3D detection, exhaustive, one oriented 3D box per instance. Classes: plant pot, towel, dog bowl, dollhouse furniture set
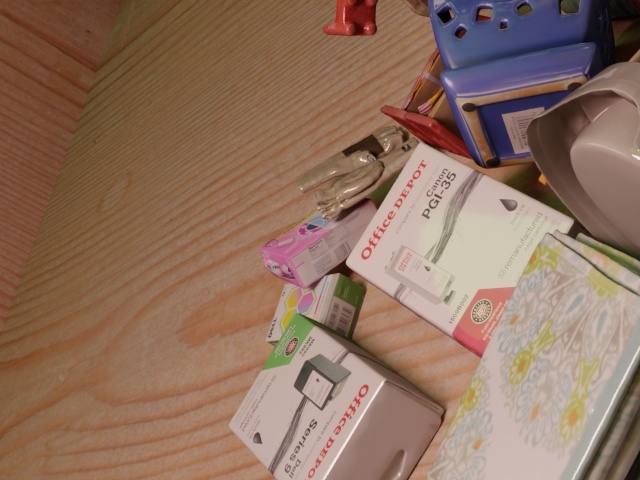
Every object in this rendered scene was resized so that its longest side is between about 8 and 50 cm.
[{"bbox_3d":[0.279,-0.235,1.516,0.235,0.236,0.212,-9,57,17],"label":"plant pot"},{"bbox_3d":[0.256,0.184,1.204,0.375,0.090,0.320,-65,14,7],"label":"towel"},{"bbox_3d":[0.375,-0.041,1.149,0.102,0.349,0.349,-47,29,-5],"label":"dog bowl"},{"bbox_3d":[0.132,-0.309,1.718,0.201,0.374,0.152,-57,32,-2],"label":"dollhouse furniture set"}]

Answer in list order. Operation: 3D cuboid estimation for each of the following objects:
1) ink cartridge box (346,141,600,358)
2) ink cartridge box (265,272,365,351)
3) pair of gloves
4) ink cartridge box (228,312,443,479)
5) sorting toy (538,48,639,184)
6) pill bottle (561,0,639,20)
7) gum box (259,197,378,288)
[{"bbox_3d":[0.198,0.023,1.486,0.283,0.117,0.207,33,91,42],"label":"ink cartridge box"},{"bbox_3d":[-0.026,0.126,1.857,0.209,0.062,0.109,-13,52,52],"label":"ink cartridge box"},{"bbox_3d":[0.067,-0.117,1.893,0.204,0.042,0.240,-32,19,-3],"label":"pair of gloves"},{"bbox_3d":[0.015,0.255,1.613,0.211,0.121,0.289,-59,30,-1],"label":"ink cartridge box"},{"bbox_3d":[0.387,-0.171,1.379,0.347,0.047,0.196,-45,-16,-21],"label":"sorting toy"},{"bbox_3d":[0.423,-0.367,1.598,0.180,0.108,0.108,10,71,59],"label":"pill bottle"},{"bbox_3d":[0.000,0.000,1.856,0.188,0.062,0.107,-36,24,-20],"label":"gum box"}]
